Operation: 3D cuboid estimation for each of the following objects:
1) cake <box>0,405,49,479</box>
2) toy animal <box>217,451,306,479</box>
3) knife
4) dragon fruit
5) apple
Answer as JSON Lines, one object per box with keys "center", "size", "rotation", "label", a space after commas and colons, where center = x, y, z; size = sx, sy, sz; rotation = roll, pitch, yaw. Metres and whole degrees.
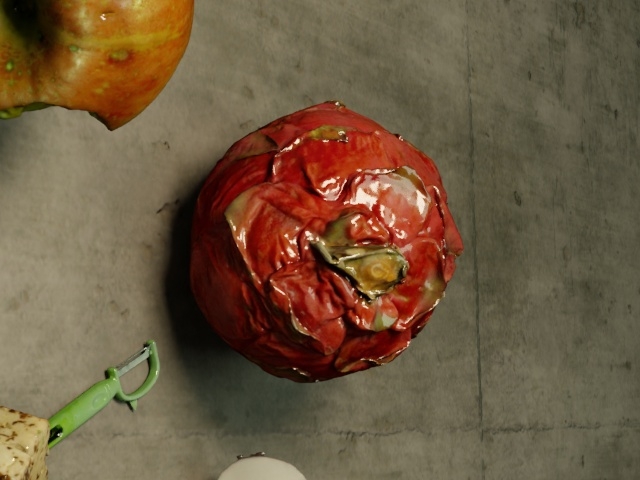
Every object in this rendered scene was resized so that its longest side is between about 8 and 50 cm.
{"center": [-0.255, 0.252, 1.305], "size": [0.112, 0.135, 0.246], "rotation": [-47, 124, -52], "label": "cake"}
{"center": [-0.071, 0.320, 1.657], "size": [0.221, 0.130, 0.104], "rotation": [88, -14, -47], "label": "toy animal"}
{"center": [-0.210, 0.157, 1.508], "size": [0.212, 0.015, 0.054], "rotation": [-36, 124, -55], "label": "knife"}
{"center": [0.000, 0.000, 1.629], "size": [0.342, 0.277, 0.277], "rotation": [-124, -162, -73], "label": "dragon fruit"}
{"center": [-0.217, -0.206, 1.340], "size": [0.226, 0.246, 0.246], "rotation": [-54, 131, -66], "label": "apple"}
